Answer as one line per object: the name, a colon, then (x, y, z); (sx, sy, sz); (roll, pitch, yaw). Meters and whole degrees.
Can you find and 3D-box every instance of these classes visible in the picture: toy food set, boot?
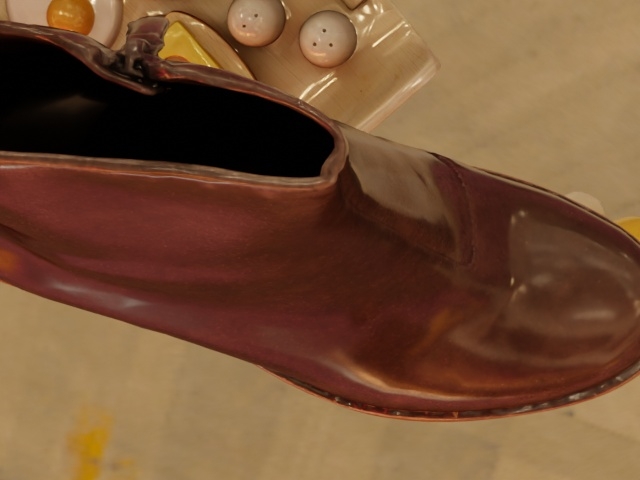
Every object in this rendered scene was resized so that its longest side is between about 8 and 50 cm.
toy food set: (-0.108, -0.149, 1.162); (0.219, 0.092, 0.306); (-41, 93, 9)
boot: (0.000, 0.000, 0.557); (0.248, 0.207, 0.090); (11, 84, -2)

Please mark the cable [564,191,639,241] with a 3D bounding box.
cable: (0.111, 0.013, 1.074); (0.139, 0.287, 0.072); (6, 97, 15)
